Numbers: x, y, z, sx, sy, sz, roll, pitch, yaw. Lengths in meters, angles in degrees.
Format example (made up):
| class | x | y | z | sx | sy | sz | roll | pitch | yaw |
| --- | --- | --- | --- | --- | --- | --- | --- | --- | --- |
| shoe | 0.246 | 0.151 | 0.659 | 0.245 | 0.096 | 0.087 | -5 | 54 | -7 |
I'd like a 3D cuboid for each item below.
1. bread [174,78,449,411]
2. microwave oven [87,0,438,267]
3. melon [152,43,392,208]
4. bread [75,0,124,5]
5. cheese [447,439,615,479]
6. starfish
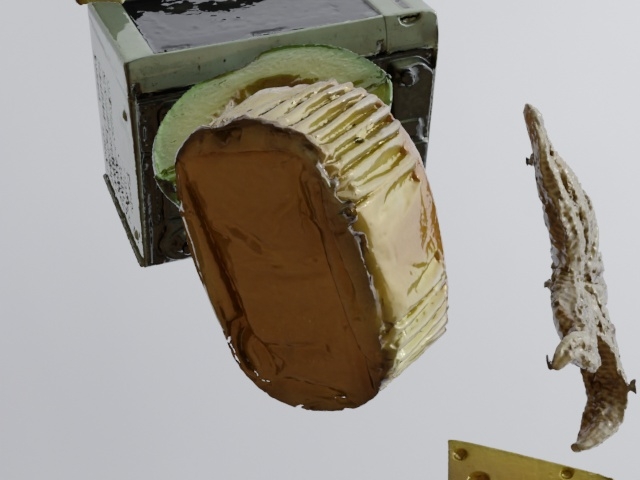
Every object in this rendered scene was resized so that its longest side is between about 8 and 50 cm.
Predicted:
| class | x | y | z | sx | sy | sz | roll | pitch | yaw |
| --- | --- | --- | --- | --- | --- | --- | --- | --- | --- |
| bread | 0.000 | 0.000 | 0.742 | 0.132 | 0.114 | 0.190 | 0 | -66 | 32 |
| microwave oven | -0.071 | -0.169 | 1.614 | 0.247 | 0.394 | 0.333 | -121 | -155 | -47 |
| melon | -0.055 | -0.111 | 1.378 | 0.169 | 0.265 | 0.129 | 57 | -9 | 51 |
| bread | -0.159 | -0.290 | 0.919 | 0.088 | 0.049 | 0.226 | -108 | -157 | -46 |
| cheese | 0.220 | 0.277 | 1.311 | 0.171 | 0.126 | 0.093 | -4 | -45 | 10 |
| starfish | 0.168 | 0.020 | 0.866 | 0.062 | 0.277 | 0.235 | -13 | -85 | 15 |
